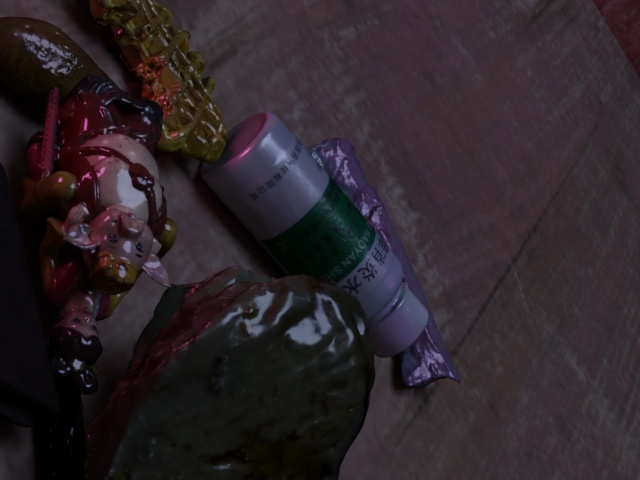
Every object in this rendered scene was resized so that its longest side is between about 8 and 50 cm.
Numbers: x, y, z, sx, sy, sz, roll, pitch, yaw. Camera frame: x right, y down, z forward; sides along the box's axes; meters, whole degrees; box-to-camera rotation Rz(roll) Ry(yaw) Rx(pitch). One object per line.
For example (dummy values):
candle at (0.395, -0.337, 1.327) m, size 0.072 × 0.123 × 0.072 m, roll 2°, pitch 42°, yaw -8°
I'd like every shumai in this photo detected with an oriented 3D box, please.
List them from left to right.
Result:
shumai at (-0.078, 0.110, 1.069) m, size 0.189 × 0.256 × 0.218 m, roll 15°, pitch 22°, yaw -21°

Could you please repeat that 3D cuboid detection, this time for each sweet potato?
sweet potato at (-0.202, -0.125, 1.225) m, size 0.226 × 0.068 × 0.068 m, roll 33°, pitch 37°, yaw -47°

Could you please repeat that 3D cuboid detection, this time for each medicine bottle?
medicine bottle at (0.000, 0.000, 1.419) m, size 0.260 × 0.095 × 0.095 m, roll 50°, pitch 29°, yaw -23°

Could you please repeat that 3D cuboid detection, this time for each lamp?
lamp at (-0.163, -0.012, 1.107) m, size 0.118 × 0.118 × 0.253 m, roll 42°, pitch 26°, yaw -32°

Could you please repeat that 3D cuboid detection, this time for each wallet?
wallet at (-0.251, 0.001, 1.001) m, size 0.182 × 0.049 × 0.229 m, roll 42°, pitch 26°, yaw -53°

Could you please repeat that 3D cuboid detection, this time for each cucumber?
cucumber at (-0.180, 0.125, 1.047) m, size 0.033 × 0.034 × 0.135 m, roll 28°, pitch 41°, yaw -40°

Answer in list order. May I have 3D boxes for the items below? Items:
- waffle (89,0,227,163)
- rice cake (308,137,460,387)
waffle at (-0.149, -0.156, 1.348) m, size 0.149 × 0.051 × 0.194 m, roll 21°, pitch 44°, yaw -62°
rice cake at (0.062, 0.022, 1.551) m, size 0.081 × 0.051 × 0.290 m, roll 0°, pitch 63°, yaw -60°
